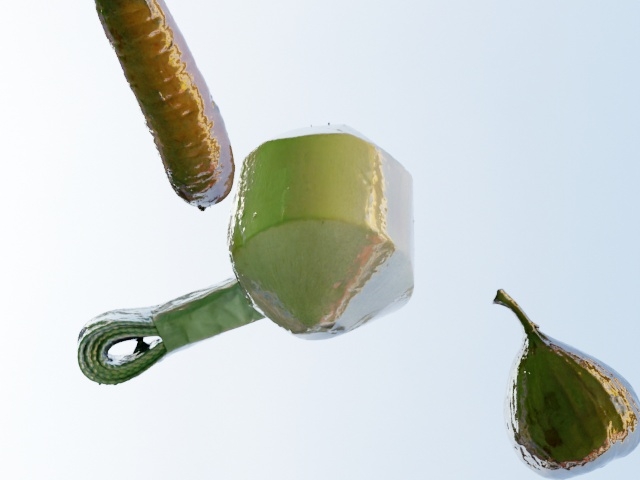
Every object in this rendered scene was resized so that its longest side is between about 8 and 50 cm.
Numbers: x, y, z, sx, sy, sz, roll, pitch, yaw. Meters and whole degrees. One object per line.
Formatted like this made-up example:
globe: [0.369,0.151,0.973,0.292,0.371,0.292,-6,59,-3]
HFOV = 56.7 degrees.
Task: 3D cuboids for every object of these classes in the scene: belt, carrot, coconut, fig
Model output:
belt: [-0.154,0.090,0.750,0.302,0.072,0.087,-22,-83,-19]
carrot: [-0.110,-0.109,0.438,0.060,0.186,0.060,-12,-150,7]
coconut: [0.001,-0.002,0.651,0.241,0.241,0.241,-9,-110,25]
fig: [0.381,0.222,0.987,0.216,0.217,0.321,-26,-95,18]
